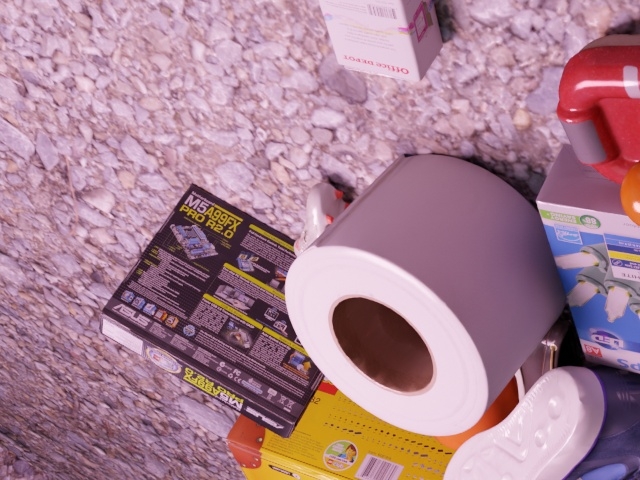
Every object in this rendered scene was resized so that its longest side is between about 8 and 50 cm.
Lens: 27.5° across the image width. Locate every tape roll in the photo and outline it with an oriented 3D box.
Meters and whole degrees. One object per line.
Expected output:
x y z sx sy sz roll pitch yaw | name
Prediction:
0.108 0.057 1.346 0.246 0.169 0.246 27 142 23 | tape roll

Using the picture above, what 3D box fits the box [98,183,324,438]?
-0.101 0.084 1.604 0.270 0.216 0.060 29 151 5 | box

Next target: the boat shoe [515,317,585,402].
0.271 0.165 1.503 0.069 0.081 0.227 16 146 36 | boat shoe

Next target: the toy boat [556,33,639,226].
0.286 -0.070 1.030 0.231 0.151 0.151 6 143 40 | toy boat

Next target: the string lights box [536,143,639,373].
0.304 0.028 1.251 0.133 0.076 0.259 11 146 32 | string lights box

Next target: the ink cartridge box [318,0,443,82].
0.051 -0.205 1.156 0.089 0.052 0.122 17 148 27 | ink cartridge box

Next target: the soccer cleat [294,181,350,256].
0.000 0.000 1.523 0.076 0.068 0.196 10 150 19 | soccer cleat

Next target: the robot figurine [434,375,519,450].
0.168 0.165 1.562 0.158 0.128 0.219 14 148 36 | robot figurine

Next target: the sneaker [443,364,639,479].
0.301 0.249 1.459 0.236 0.130 0.322 6 139 -26 | sneaker

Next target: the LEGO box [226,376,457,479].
0.164 0.374 1.826 0.500 0.193 0.372 15 146 29 | LEGO box
